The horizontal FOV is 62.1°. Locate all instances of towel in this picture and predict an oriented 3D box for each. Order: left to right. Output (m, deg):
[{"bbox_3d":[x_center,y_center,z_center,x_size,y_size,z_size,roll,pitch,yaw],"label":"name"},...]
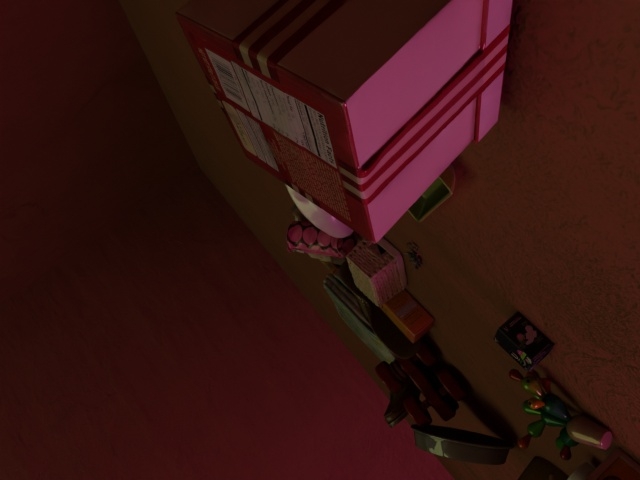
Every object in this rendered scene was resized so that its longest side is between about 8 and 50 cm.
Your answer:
[{"bbox_3d":[0.174,0.308,1.993,0.374,0.090,0.320,44,169,37],"label":"towel"}]

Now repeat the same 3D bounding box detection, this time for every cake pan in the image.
[{"bbox_3d":[0.406,0.591,1.545,0.294,0.054,0.293,8,169,2],"label":"cake pan"}]

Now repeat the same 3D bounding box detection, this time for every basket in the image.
[{"bbox_3d":[0.143,0.076,1.358,0.113,0.103,0.167,43,165,34],"label":"basket"}]

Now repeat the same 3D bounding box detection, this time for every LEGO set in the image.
[{"bbox_3d":[0.212,0.035,1.189,0.054,0.023,0.083,46,154,19],"label":"LEGO set"}]

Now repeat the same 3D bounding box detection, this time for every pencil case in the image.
[{"bbox_3d":[0.000,0.000,1.527,0.210,0.098,0.095,5,143,40],"label":"pencil case"}]

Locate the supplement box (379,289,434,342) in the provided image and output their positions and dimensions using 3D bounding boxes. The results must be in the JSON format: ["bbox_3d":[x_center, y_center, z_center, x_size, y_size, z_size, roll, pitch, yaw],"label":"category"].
[{"bbox_3d":[0.204,0.167,1.465,0.233,0.080,0.078,45,166,25],"label":"supplement box"}]

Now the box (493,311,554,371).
[{"bbox_3d":[0.361,0.181,0.950,0.083,0.052,0.062,47,166,28],"label":"box"}]

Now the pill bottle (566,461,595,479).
[{"bbox_3d":[0.575,0.527,1.047,0.169,0.094,0.094,42,165,40],"label":"pill bottle"}]

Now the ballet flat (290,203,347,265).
[{"bbox_3d":[-0.011,-0.009,1.698,0.108,0.106,0.315,38,162,53],"label":"ballet flat"}]

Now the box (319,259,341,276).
[{"bbox_3d":[0.062,0.099,1.828,0.136,0.028,0.081,33,-171,-48],"label":"box"}]

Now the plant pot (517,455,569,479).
[{"bbox_3d":[0.552,0.732,1.357,0.237,0.254,0.237,51,169,14],"label":"plant pot"}]

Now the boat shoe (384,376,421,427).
[{"bbox_3d":[0.265,0.489,1.734,0.104,0.111,0.307,49,-149,6],"label":"boat shoe"}]

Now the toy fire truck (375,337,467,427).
[{"bbox_3d":[0.312,0.419,1.644,0.302,0.169,0.254,51,-173,14],"label":"toy fire truck"}]

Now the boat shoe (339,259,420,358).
[{"bbox_3d":[0.180,0.204,1.594,0.342,0.123,0.123,52,177,21],"label":"boat shoe"}]

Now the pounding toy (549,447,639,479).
[{"bbox_3d":[0.488,0.473,0.944,0.181,0.206,0.094,43,165,40],"label":"pounding toy"}]

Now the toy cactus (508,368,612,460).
[{"bbox_3d":[0.453,0.348,1.014,0.181,0.112,0.218,10,128,59],"label":"toy cactus"}]

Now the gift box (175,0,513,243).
[{"bbox_3d":[0.032,-0.204,0.557,0.276,0.258,0.255,39,164,24],"label":"gift box"}]

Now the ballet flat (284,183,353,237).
[{"bbox_3d":[-0.029,-0.178,1.259,0.400,0.139,0.139,55,168,-8],"label":"ballet flat"}]

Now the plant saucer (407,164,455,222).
[{"bbox_3d":[0.143,-0.134,0.877,0.188,0.045,0.188,51,168,6],"label":"plant saucer"}]
